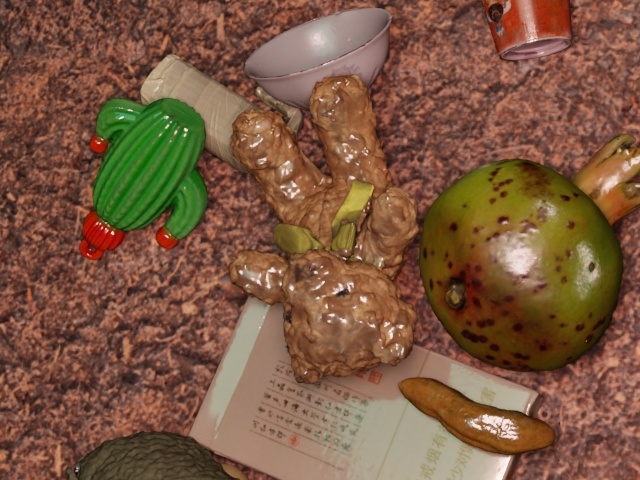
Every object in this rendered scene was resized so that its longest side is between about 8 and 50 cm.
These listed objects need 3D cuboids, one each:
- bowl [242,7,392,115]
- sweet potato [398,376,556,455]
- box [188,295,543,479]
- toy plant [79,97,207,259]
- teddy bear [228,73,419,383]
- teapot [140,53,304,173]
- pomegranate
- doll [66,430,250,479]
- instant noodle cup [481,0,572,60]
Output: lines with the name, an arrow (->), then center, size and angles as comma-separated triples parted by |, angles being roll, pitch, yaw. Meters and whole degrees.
bowl -> 0.009, -0.200, 1.726 | 0.189, 0.189, 0.086 | -16, 113, 13
sweet potato -> 0.162, 0.192, 1.564 | 0.182, 0.053, 0.054 | 21, 88, 20
box -> 0.047, 0.204, 1.651 | 0.365, 0.051, 0.205 | 20, 82, 20
toy plant -> -0.211, -0.065, 1.759 | 0.154, 0.088, 0.240 | 13, 119, 5
teddy bear -> -0.005, -0.008, 1.600 | 0.246, 0.222, 0.296 | -21, 102, 22
teapot -> -0.113, -0.157, 1.781 | 0.200, 0.077, 0.107 | 33, 69, 22
pomegranate -> 0.253, 0.019, 1.558 | 0.285, 0.231, 0.231 | -15, 72, -9
doll -> -0.148, 0.339, 1.563 | 0.247, 0.247, 0.349 | -51, 39, 1
instant noodle cup -> 0.237, -0.285, 1.681 | 0.127, 0.127, 0.136 | -11, 83, 15
